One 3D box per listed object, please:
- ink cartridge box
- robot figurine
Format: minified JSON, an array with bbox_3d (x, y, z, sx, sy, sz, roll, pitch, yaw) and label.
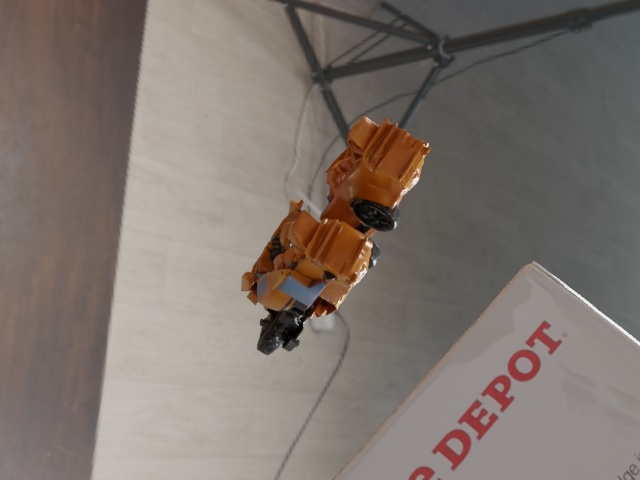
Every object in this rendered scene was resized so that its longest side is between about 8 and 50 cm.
[{"bbox_3d":[0.124,0.191,0.376,0.198,0.270,0.197,-44,161,-17],"label":"ink cartridge box"},{"bbox_3d":[0.000,0.000,0.797,0.085,0.291,0.211,34,68,-5],"label":"robot figurine"}]
